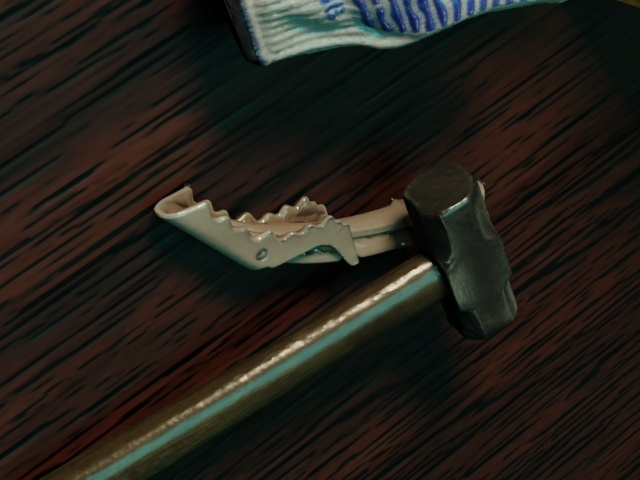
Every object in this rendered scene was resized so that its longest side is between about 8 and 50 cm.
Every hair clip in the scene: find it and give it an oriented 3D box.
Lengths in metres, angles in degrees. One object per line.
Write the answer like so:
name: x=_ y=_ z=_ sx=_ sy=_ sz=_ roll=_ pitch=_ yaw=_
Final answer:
hair clip: x=0.000 y=0.000 z=0.898 sx=0.226 sy=0.034 sz=0.072 roll=-3 pitch=115 yaw=-34

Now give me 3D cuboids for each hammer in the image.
hammer: x=-0.050 y=0.088 z=0.873 sx=0.365 sy=0.043 sz=0.111 roll=-31 pitch=132 yaw=-11

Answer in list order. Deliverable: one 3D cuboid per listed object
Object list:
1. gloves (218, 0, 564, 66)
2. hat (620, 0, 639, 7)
gloves: x=0.049 y=-0.158 z=0.805 sx=0.229 sy=0.119 sz=0.097 roll=-19 pitch=164 yaw=-22
hat: x=0.253 y=-0.276 z=0.859 sx=0.233 sy=0.233 sz=0.244 roll=-62 pitch=176 yaw=-22
